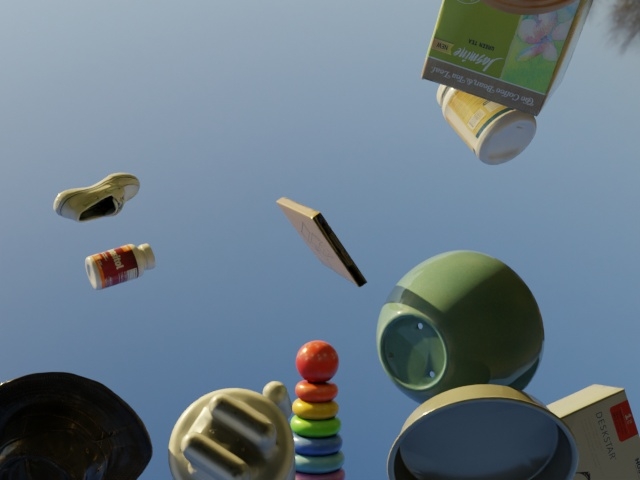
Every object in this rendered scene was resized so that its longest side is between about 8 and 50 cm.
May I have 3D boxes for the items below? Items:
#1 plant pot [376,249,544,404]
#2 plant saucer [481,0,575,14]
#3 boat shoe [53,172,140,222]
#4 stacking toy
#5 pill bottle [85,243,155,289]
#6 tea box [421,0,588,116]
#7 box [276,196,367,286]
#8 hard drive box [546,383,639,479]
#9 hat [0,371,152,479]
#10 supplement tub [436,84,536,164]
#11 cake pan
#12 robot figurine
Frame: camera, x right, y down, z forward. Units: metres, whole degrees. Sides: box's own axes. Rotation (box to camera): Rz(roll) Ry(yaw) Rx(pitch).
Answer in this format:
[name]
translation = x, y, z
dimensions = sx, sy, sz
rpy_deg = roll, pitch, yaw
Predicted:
[plant pot]
translation = 0.208, 0.170, 1.340
dimensions = 0.195, 0.290, 0.290
rpy_deg = -10, -127, -52
[plant saucer]
translation = 0.276, -0.393, 1.032
dimensions = 0.200, 0.200, 0.037
rpy_deg = 46, 171, 17
[boat shoe]
translation = -0.456, -0.080, 1.657
dimensions = 0.076, 0.083, 0.226
rpy_deg = 34, -145, 20
[stacking toy]
translation = -0.013, 0.373, 1.613
dimensions = 0.141, 0.330, 0.141
rpy_deg = 0, -178, 0
[pill bottle]
translation = -0.483, 0.059, 1.889
dimensions = 0.152, 0.086, 0.086
rpy_deg = -19, -122, -29
[tea box]
translation = 0.358, -0.428, 1.368
dimensions = 0.220, 0.323, 0.329
rpy_deg = 21, -153, 15
[box]
translation = 0.000, 0.000, 1.450
dimensions = 0.164, 0.021, 0.201
rpy_deg = 55, 169, -21
[hard drive box]
translation = 0.468, 0.392, 1.438
dimensions = 0.232, 0.089, 0.181
rpy_deg = -19, -89, -19
[hat]
translation = -0.428, 0.372, 1.259
dimensions = 0.331, 0.331, 0.134
rpy_deg = 19, -151, -22
[supplement tub]
translation = 0.355, -0.275, 1.690
dimensions = 0.144, 0.144, 0.199
rpy_deg = 2, -136, -39
[cake pan]
translation = 0.250, 0.335, 1.223
dimensions = 0.293, 0.293, 0.054
rpy_deg = 25, -150, -15
[robot figurine]
translation = -0.142, 0.375, 1.308
dimensions = 0.200, 0.353, 0.300
rpy_deg = 32, -114, 15
